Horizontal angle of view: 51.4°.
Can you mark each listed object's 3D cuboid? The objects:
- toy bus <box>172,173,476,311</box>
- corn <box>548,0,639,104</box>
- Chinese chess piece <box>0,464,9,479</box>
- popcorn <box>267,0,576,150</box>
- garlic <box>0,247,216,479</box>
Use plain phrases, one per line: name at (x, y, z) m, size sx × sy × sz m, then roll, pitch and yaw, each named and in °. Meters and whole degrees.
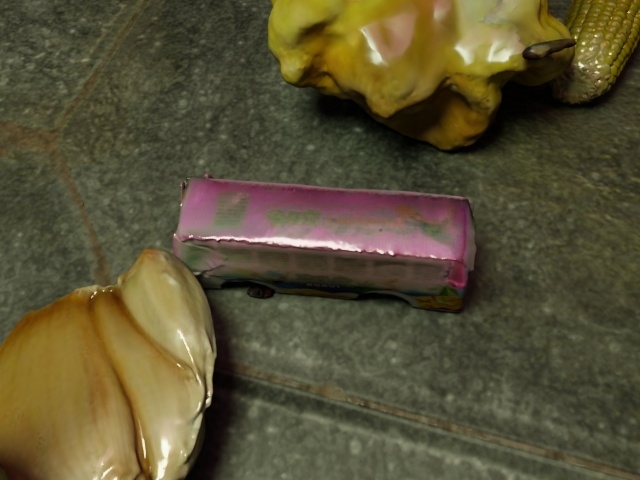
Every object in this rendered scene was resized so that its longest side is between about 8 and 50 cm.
toy bus at (0.000, 0.001, 0.612) m, size 0.273 × 0.112 × 0.090 m, roll 4°, pitch 65°, yaw 7°
corn at (0.347, -0.286, 0.786) m, size 0.097 × 0.097 × 0.320 m, roll 22°, pitch 63°, yaw 18°
Chinese chess piece at (-0.286, 0.200, 0.329) m, size 0.112 × 0.270 × 0.270 m, roll 46°, pitch 69°, yaw 5°
popcorn at (0.081, -0.238, 0.687) m, size 0.297 × 0.281 × 0.316 m, roll -30°, pitch 94°, yaw -17°
garlic at (-0.176, 0.139, 0.536) m, size 0.217 × 0.110 × 0.228 m, roll -24°, pitch 47°, yaw 2°
